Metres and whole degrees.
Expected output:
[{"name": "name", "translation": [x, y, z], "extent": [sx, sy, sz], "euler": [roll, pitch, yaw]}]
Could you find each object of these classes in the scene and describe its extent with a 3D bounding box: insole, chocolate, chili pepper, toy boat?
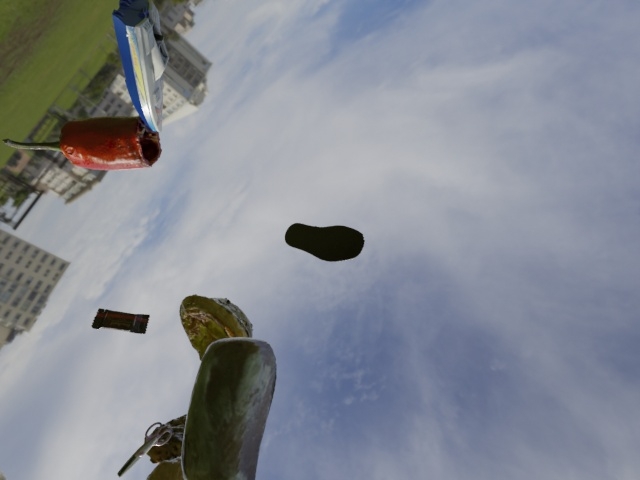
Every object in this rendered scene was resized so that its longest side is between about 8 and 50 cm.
[{"name": "insole", "translation": [0.000, 0.000, 1.210], "extent": [0.327, 0.007, 0.111], "euler": [12, -103, 45]}, {"name": "chocolate", "translation": [-0.710, 0.290, 1.459], "extent": [0.028, 0.182, 0.086], "euler": [114, -21, -49]}, {"name": "chili pepper", "translation": [-0.591, -0.247, 1.054], "extent": [0.337, 0.135, 0.131], "euler": [-4, -138, 4]}, {"name": "chocolate", "translation": [-0.166, 0.281, 0.673], "extent": [0.156, 0.080, 0.254], "euler": [-8, -118, 35]}, {"name": "toy boat", "translation": [-0.385, -0.368, 0.921], "extent": [0.295, 0.087, 0.129], "euler": [104, -14, -49]}]

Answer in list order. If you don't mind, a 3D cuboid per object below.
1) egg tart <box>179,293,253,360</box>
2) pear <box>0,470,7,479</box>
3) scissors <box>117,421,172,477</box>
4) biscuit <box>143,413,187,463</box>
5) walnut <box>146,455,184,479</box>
[{"name": "egg tart", "translation": [-0.340, 0.306, 1.406], "extent": [0.341, 0.342, 0.132], "euler": [-17, -166, 41]}, {"name": "pear", "translation": [-0.853, 0.604, 0.905], "extent": [0.271, 0.271, 0.271], "euler": [-31, -141, 29]}, {"name": "scissors", "translation": [-0.530, 0.625, 1.218], "extent": [0.176, 0.086, 0.022], "euler": [-45, -144, -20]}, {"name": "biscuit", "translation": [-0.455, 0.691, 1.472], "extent": [0.289, 0.333, 0.081], "euler": [6, -81, 61]}, {"name": "walnut", "translation": [-0.371, 0.687, 1.061], "extent": [0.257, 0.257, 0.225], "euler": [-35, -129, 24]}]
